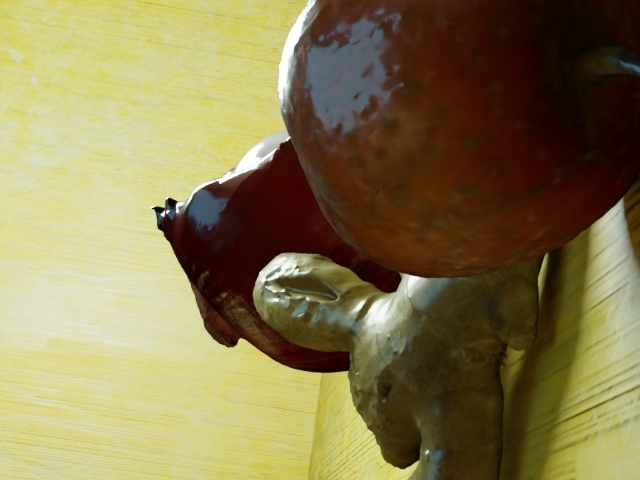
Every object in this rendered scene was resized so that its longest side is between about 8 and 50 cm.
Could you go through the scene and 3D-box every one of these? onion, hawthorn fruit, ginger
[{"bbox_3d":[0.005,-0.005,1.313,0.341,0.341,0.341,-171,90,-86],"label":"onion"},{"bbox_3d":[0.104,-0.104,0.753,0.231,0.263,0.235,-1,-119,-63],"label":"hawthorn fruit"},{"bbox_3d":[0.095,0.115,0.967,0.348,0.122,0.363,-42,55,45],"label":"ginger"}]
